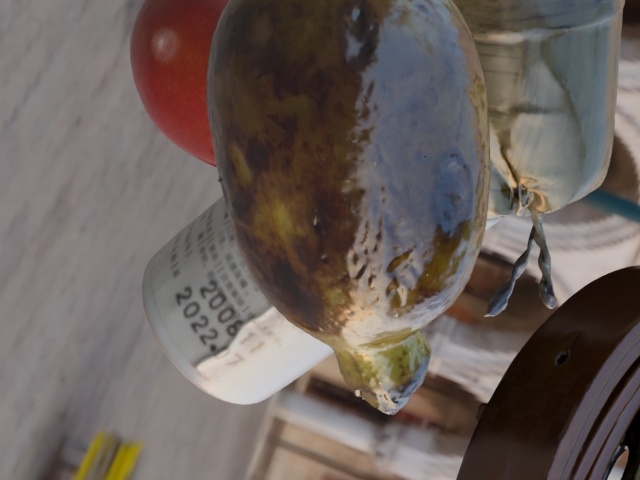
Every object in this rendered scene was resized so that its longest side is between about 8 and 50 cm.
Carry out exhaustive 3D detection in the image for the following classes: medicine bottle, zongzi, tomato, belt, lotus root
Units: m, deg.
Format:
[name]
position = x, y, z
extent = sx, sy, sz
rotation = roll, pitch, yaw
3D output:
[medicine bottle]
position = 0.000, 0.000, 1.606
extent = 0.371, 0.211, 0.211
rotation = -38, -168, 28
[zongzi]
position = 0.050, -0.208, 1.397
extent = 0.218, 0.467, 0.500
rotation = -34, 129, -56
[tomato]
position = -0.053, -0.128, 1.172
extent = 0.195, 0.195, 0.136
rotation = -62, 171, -64
[belt]
position = 0.174, 0.139, 0.825
extent = 0.105, 0.184, 0.261
rotation = 4, -109, 64
[lotus root]
position = 0.016, -0.050, 0.859
extent = 0.169, 0.141, 0.314
rotation = 0, -80, 54
